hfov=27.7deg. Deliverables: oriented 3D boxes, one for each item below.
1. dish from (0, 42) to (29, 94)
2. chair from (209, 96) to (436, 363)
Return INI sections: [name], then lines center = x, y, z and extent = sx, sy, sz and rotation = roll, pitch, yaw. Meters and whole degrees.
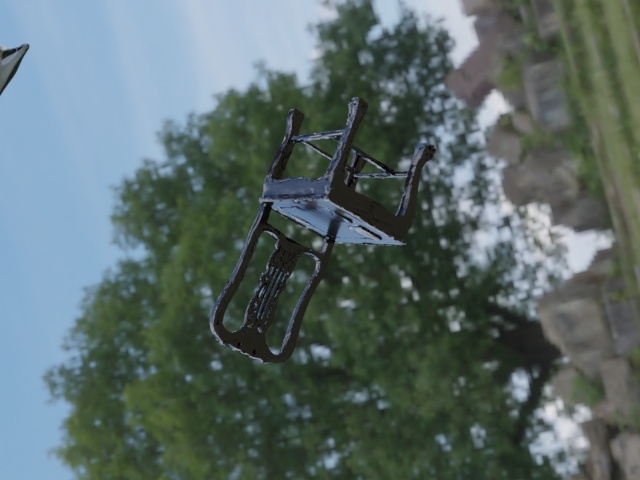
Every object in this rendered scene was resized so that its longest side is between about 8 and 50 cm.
[dish]
center = -0.533, -0.185, 1.744
extent = 0.120, 0.303, 0.303
rotation = 38, -147, -24
[chair]
center = 0.000, 0.000, 1.161
extent = 0.106, 0.113, 0.229
rotation = 28, -106, -36
